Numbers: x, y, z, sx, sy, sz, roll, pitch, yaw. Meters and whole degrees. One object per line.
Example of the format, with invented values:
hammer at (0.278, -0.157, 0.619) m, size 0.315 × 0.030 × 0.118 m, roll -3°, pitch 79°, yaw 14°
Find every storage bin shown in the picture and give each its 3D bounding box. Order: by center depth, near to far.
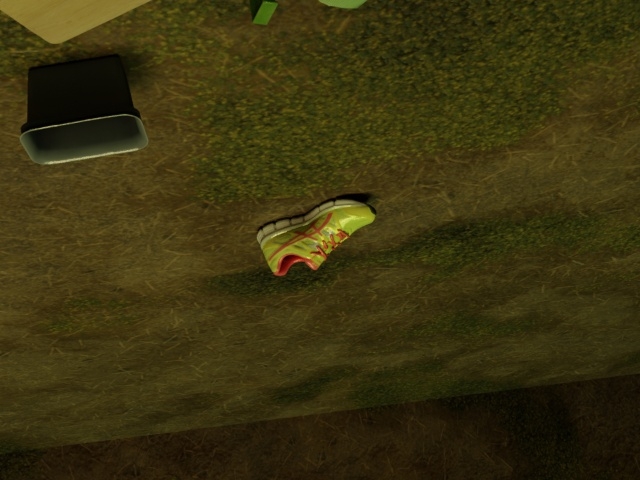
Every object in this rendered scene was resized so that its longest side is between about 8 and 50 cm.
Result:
storage bin at (-0.271, -0.150, 1.149) m, size 0.135 × 0.091 × 0.098 m, roll -9°, pitch 158°, yaw -3°

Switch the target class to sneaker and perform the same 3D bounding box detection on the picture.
sneaker at (0.000, 0.000, 1.638) m, size 0.208 × 0.094 × 0.081 m, roll -21°, pitch 154°, yaw 20°

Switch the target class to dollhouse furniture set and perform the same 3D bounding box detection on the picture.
dollhouse furniture set at (0.001, -0.259, 1.057) m, size 0.151 × 0.059 × 0.076 m, roll 0°, pitch 156°, yaw -25°

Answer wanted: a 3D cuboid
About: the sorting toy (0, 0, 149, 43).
sorting toy at (-0.202, -0.300, 0.822) m, size 0.257 × 0.089 × 0.255 m, roll -20°, pitch 157°, yaw 19°
